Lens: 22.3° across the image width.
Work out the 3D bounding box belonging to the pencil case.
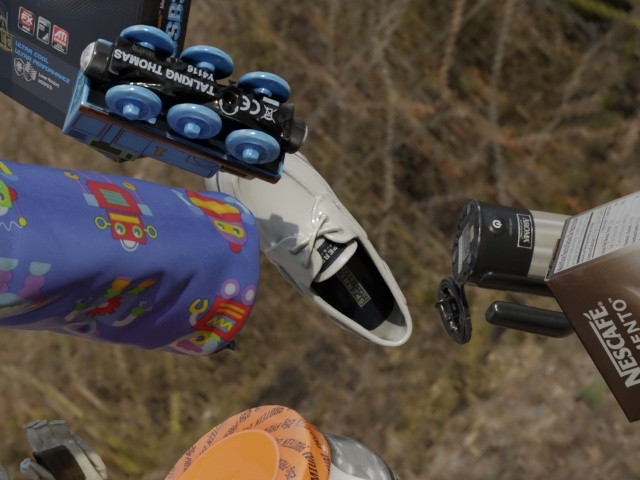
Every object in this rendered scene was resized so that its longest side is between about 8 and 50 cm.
[{"bbox_3d":[-0.177,0.013,1.111,0.306,0.119,0.133,8,-42,-48],"label":"pencil case"}]

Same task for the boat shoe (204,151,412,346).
[{"bbox_3d":[0.000,0.000,1.447,0.095,0.258,0.084,-49,32,-3],"label":"boat shoe"}]

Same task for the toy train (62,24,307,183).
[{"bbox_3d":[-0.104,-0.099,1.246,0.105,0.184,0.080,-40,35,56],"label":"toy train"}]

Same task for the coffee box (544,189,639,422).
[{"bbox_3d":[0.305,0.019,1.157,0.246,0.141,0.098,-23,20,28],"label":"coffee box"}]

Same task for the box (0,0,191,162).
[{"bbox_3d":[-0.239,-0.265,1.551,0.073,0.295,0.293,-15,-53,-44],"label":"box"}]

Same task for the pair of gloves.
[{"bbox_3d":[-0.389,0.339,2.193,0.240,0.204,0.042,-15,18,28],"label":"pair of gloves"}]

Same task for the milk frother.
[{"bbox_3d":[0.189,0.037,1.550,0.143,0.134,0.129,137,141,-73],"label":"milk frother"}]

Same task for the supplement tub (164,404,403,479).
[{"bbox_3d":[0.023,0.278,1.225,0.193,0.316,0.194,-30,31,20],"label":"supplement tub"}]
